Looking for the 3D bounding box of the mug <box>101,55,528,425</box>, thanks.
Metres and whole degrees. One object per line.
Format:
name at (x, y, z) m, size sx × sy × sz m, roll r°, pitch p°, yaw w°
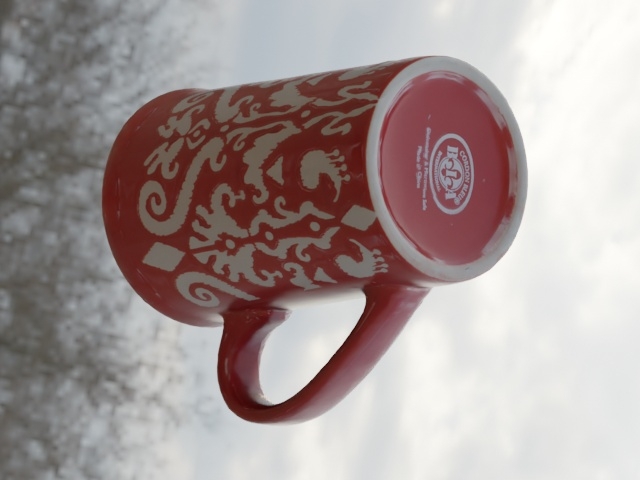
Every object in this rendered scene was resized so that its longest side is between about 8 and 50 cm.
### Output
mug at (0.006, -0.006, 0.763) m, size 0.169 × 0.113 × 0.150 m, roll -8°, pitch -71°, yaw 50°
